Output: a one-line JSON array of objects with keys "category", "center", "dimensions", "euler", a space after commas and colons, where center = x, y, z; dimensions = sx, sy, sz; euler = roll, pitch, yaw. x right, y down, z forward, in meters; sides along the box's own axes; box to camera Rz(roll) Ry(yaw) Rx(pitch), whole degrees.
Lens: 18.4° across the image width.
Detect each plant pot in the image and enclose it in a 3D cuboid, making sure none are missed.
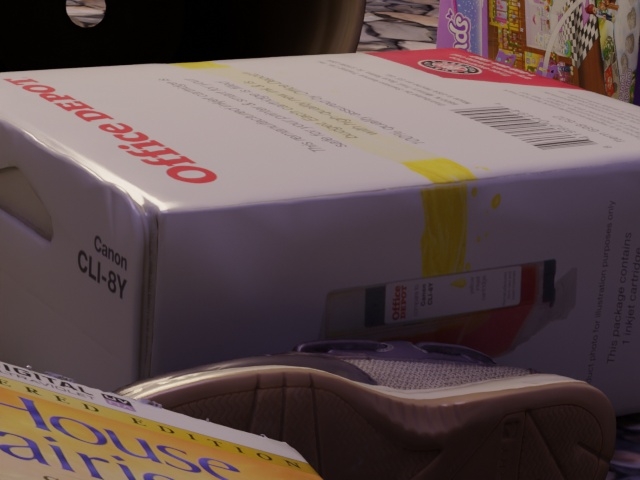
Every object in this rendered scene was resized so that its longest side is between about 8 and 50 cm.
[{"category": "plant pot", "center": [-0.161, -0.198, 1.557], "dimensions": [0.323, 0.323, 0.280], "euler": [-1, 2, -19]}]

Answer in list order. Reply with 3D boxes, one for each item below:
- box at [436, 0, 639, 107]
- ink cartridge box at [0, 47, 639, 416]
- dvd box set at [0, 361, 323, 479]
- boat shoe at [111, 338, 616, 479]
[{"category": "box", "center": [0.186, -0.187, 1.555], "dimensions": [0.201, 0.293, 0.057], "euler": [19, 24, 40]}, {"category": "ink cartridge box", "center": [0.000, 0.000, 1.108], "dimensions": [0.384, 0.160, 0.279], "euler": [-6, 20, -33]}, {"category": "dvd box set", "center": [-0.078, 0.122, 0.568], "dimensions": [0.307, 0.062, 0.420], "euler": [18, 8, -23]}, {"category": "boat shoe", "center": [0.006, 0.095, 0.910], "dimensions": [0.285, 0.103, 0.092], "euler": [-2, 13, -34]}]
